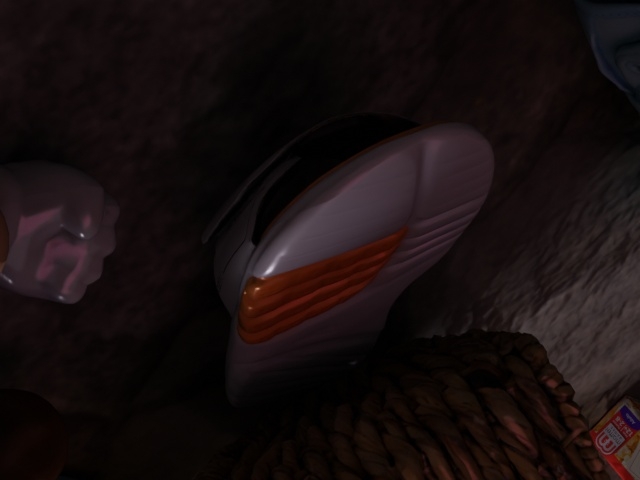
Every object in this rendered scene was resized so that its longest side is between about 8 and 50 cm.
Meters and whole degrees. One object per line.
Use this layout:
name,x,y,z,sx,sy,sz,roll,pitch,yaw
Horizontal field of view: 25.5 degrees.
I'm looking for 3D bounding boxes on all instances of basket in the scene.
basket,0.048,0.221,0.723,0.223,0.299,0.213,-30,-175,-18

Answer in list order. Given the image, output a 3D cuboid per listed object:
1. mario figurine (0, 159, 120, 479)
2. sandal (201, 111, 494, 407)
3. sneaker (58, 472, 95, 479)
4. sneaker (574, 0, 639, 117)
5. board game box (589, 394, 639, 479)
mario figurine,-0.139,0.038,0.466,0.170,0.198,0.320,-15,144,-9
sandal,-0.010,0.003,0.640,0.102,0.076,0.265,-16,160,-22
sneaker,-0.077,0.204,0.747,0.262,0.125,0.104,15,120,-48
sneaker,0.187,-0.100,0.675,0.150,0.135,0.366,10,146,2
board game box,0.293,0.200,0.998,0.045,0.193,0.147,-50,142,16
